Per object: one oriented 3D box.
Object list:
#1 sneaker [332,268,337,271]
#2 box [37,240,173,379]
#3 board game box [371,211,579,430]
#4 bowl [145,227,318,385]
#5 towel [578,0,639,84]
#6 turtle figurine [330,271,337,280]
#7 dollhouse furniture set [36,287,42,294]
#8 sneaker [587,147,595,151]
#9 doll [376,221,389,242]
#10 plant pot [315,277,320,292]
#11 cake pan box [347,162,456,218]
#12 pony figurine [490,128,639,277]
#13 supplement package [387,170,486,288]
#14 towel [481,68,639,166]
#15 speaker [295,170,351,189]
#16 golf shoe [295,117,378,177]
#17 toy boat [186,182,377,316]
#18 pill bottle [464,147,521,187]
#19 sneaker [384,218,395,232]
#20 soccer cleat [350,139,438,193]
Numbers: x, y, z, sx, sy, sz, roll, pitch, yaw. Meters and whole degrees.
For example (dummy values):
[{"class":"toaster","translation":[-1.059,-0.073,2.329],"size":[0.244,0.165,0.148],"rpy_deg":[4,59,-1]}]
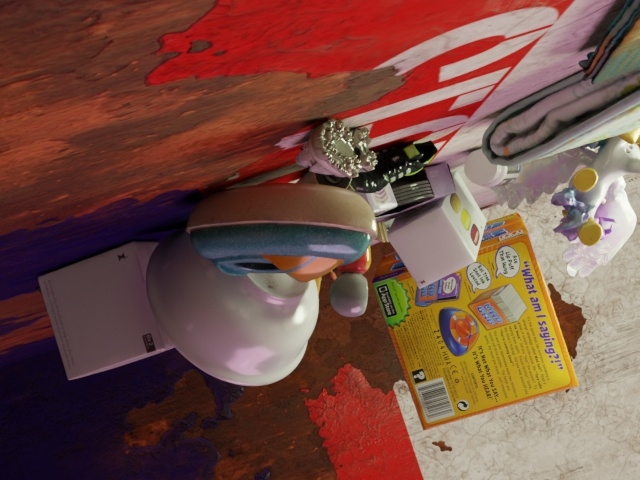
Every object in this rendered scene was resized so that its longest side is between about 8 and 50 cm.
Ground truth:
[{"class":"sneaker","translation":[0.000,0.000,2.038],"size":[0.139,0.125,0.341],"rpy_deg":[-35,-167,-39]},{"class":"box","translation":[-0.334,0.112,1.476],"size":[0.182,0.181,0.119],"rpy_deg":[-19,175,13]},{"class":"board game box","translation":[0.356,0.175,2.109],"size":[0.356,0.356,0.356],"rpy_deg":[-18,-174,11]},{"class":"bowl","translation":[-0.109,0.064,1.401],"size":[0.298,0.298,0.134],"rpy_deg":[-13,155,-48]},{"class":"towel","translation":[0.425,-0.262,0.915],"size":[0.271,0.040,0.370],"rpy_deg":[-20,173,4]},{"class":"turtle figurine","translation":[-0.094,0.069,1.949],"size":[0.217,0.087,0.269],"rpy_deg":[-3,153,46]},{"class":"dollhouse furniture set","translation":[-0.424,0.078,1.688],"size":[0.151,0.123,0.144],"rpy_deg":[-53,-177,-12]},{"class":"sneaker","translation":[0.549,-0.200,2.035],"size":[0.086,0.064,0.192],"rpy_deg":[-11,175,-1]},{"class":"doll","translation":[0.030,0.010,1.711],"size":[0.189,0.046,0.129],"rpy_deg":[-18,176,14]},{"class":"plant pot","translation":[-0.125,0.052,1.644],"size":[0.188,0.205,0.205],"rpy_deg":[1,167,-24]},{"class":"cake pan box","translation":[0.094,-0.069,1.740],"size":[0.246,0.070,0.267],"rpy_deg":[-17,176,-43]},{"class":"pony figurine","translation":[0.529,-0.109,1.744],"size":[0.351,0.303,0.363],"rpy_deg":[-47,180,20]},{"class":"supplement package","translation":[0.246,-0.026,1.873],"size":[0.134,0.139,0.244],"rpy_deg":[-29,-169,24]},{"class":"towel","translation":[0.467,-0.214,1.330],"size":[0.320,0.090,0.374],"rpy_deg":[-13,174,-42]},{"class":"speaker","translation":[0.001,-0.080,1.291],"size":[0.055,0.055,0.136],"rpy_deg":[-17,175,-17]},{"class":"golf shoe","translation":[0.007,-0.098,1.061],"size":[0.086,0.069,0.176],"rpy_deg":[-13,176,18]},{"class":"toy boat","translation":[-0.015,0.017,1.265],"size":[0.267,0.148,0.318],"rpy_deg":[-3,167,32]},{"class":"pill bottle","translation":[0.326,-0.140,1.714],"size":[0.078,0.078,0.137],"rpy_deg":[-21,175,29]},{"class":"sneaker","translation":[0.211,-0.040,2.215],"size":[0.281,0.115,0.105],"rpy_deg":[-16,175,-24]},{"class":"soccer cleat","translation":[0.104,-0.115,1.322],"size":[0.179,0.060,0.072],"rpy_deg":[-23,171,-47]}]
